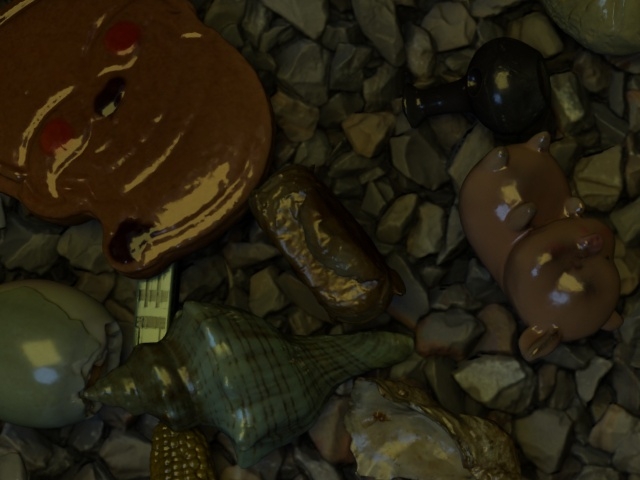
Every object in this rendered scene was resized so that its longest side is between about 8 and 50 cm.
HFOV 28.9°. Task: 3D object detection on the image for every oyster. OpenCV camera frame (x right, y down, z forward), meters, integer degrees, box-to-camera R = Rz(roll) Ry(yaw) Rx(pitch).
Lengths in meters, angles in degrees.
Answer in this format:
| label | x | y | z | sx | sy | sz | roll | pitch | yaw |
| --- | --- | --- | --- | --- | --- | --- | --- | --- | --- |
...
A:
| label | x | y | z | sx | sy | sz | roll | pitch | yaw |
| --- | --- | --- | --- | --- | --- | --- | --- | --- | --- |
| oyster | 0.139 | 0.240 | 1.472 | 0.232 | 0.161 | 0.107 | 29 | 54 | 12 |

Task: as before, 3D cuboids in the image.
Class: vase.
| label | x | y | z | sx | sy | sz | roll | pitch | yaw |
| --- | --- | --- | --- | --- | --- | --- | --- | --- | --- |
| vase | 0.189 | -0.182 | 1.537 | 0.182 | 0.120 | 0.120 | -10 | 79 | 25 |

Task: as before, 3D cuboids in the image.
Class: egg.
| label | x | y | z | sx | sy | sz | roll | pitch | yaw |
| --- | --- | --- | --- | --- | --- | --- | --- | --- | --- |
| egg | -0.359 | 0.134 | 1.520 | 0.217 | 0.183 | 0.183 | 15 | 83 | 12 |

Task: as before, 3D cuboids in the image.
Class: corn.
| label | x | y | z | sx | sy | sz | roll | pitch | yaw |
| --- | --- | --- | --- | --- | --- | --- | --- | --- | --- |
| corn | -0.161 | 0.345 | 1.503 | 0.097 | 0.097 | 0.262 | -11 | 76 | 7 |

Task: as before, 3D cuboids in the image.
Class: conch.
| label | x | y | z | sx | sy | sz | roll | pitch | yaw |
| --- | --- | --- | --- | --- | --- | --- | --- | --- | --- |
| conch | -0.081 | 0.174 | 1.468 | 0.386 | 0.170 | 0.203 | 3 | 118 | 0 |

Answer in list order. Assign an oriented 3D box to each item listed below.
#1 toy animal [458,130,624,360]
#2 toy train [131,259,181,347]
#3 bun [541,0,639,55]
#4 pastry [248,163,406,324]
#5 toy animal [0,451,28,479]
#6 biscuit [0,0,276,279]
| label | x | y | z | sx | sy | sz | roll | pitch | yaw |
| --- | --- | --- | --- | --- | --- | --- | --- | --- | --- |
| toy animal | 0.257 | 0.005 | 1.465 | 0.166 | 0.154 | 0.250 | -19 | 72 | -18 |
| toy train | -0.204 | 0.024 | 1.583 | 0.052 | 0.051 | 0.234 | 3 | 81 | 5 |
| bun | 0.370 | -0.344 | 1.515 | 0.220 | 0.134 | 0.220 | -2 | 79 | 12 |
| pastry | 0.000 | 0.000 | 1.481 | 0.100 | 0.229 | 0.218 | -38 | 115 | 5 |
| toy animal | -0.345 | 0.457 | 1.457 | 0.194 | 0.303 | 0.344 | -18 | 54 | 0 |
| biscuit | -0.265 | -0.171 | 1.595 | 0.455 | 0.078 | 0.350 | 31 | 77 | 17 |
